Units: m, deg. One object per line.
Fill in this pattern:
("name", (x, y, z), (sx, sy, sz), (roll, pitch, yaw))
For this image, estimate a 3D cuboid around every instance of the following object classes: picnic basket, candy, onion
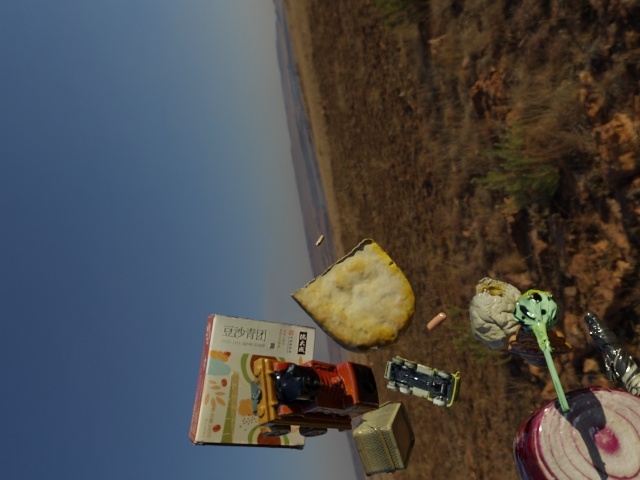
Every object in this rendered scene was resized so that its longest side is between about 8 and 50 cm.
("picnic basket", (0.230, 0.691, 1.687), (0.267, 0.139, 0.165), (-11, -99, -71))
("candy", (0.439, 0.203, 0.918), (0.083, 0.091, 0.305), (46, -153, -17))
("onion", (0.622, 0.504, 1.100), (0.260, 0.337, 0.282), (75, 171, -52))

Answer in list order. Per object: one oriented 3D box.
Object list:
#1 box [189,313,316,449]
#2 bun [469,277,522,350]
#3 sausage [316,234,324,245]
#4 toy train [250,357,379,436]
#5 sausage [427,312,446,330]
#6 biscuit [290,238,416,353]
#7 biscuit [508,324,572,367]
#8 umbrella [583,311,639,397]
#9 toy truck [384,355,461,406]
("box", (-0.212, 0.454, 1.539), (0.122, 0.345, 0.385), (152, 127, -65))
("bun", (0.680, 0.286, 1.780), (0.281, 0.205, 0.281), (17, -110, -55))
("sausage", (0.000, 0.000, 1.631), (0.100, 0.015, 0.015), (-59, -39, -69))
("toy train", (-0.007, 0.393, 1.218), (0.369, 0.232, 0.163), (26, -139, -43))
("sausage", (0.427, 0.299, 1.750), (0.034, 0.083, 0.034), (36, -159, -17))
("biscuit", (0.179, 0.244, 1.989), (0.446, 0.429, 0.104), (45, 161, 9))
("biscuit", (0.673, 0.318, 1.475), (0.280, 0.183, 0.043), (57, -149, -40))
("umbrella", (1.143, 0.442, 1.858), (0.106, 0.113, 0.357), (109, 150, -45))
("toy truck", (0.380, 0.512, 1.754), (0.157, 0.272, 0.124), (16, -96, -54))
